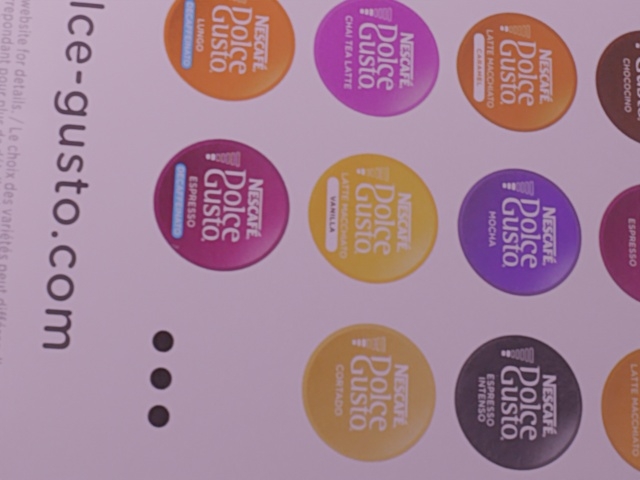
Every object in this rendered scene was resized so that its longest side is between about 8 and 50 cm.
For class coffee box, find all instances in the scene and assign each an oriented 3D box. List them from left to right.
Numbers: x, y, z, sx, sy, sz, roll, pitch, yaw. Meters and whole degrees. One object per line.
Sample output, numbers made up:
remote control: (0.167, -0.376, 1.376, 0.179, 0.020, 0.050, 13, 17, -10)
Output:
coffee box: (0.000, 0.000, 0.707, 0.334, 0.337, 0.338, 5, -15, -12)
